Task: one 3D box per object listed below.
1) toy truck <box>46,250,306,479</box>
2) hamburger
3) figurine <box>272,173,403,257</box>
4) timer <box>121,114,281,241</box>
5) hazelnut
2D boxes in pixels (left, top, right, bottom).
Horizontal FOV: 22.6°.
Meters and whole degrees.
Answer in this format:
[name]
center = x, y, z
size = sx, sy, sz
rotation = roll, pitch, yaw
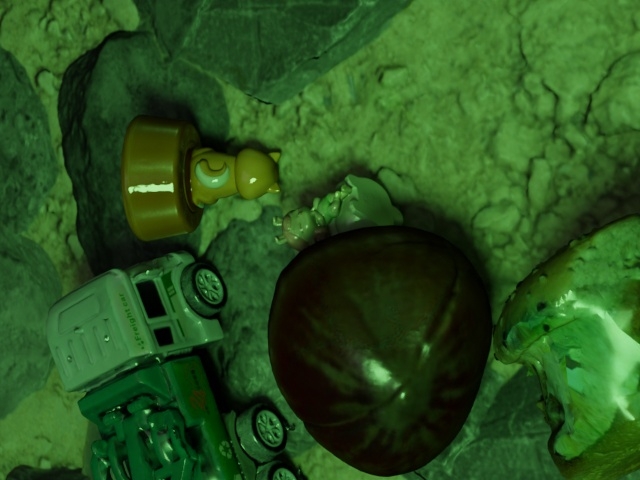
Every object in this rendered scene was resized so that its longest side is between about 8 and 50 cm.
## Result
[toy truck]
center = -0.154, 0.195, 1.657
size = 0.176, 0.178, 0.363
rotation = -28, 75, 33
[hamburger]
center = 0.238, 0.094, 1.315
size = 0.167, 0.192, 0.288
rotation = 68, 154, 20
[figurine]
center = -0.001, -0.008, 1.580
size = 0.098, 0.081, 0.146
rotation = 41, 126, -19
[timer]
center = -0.114, -0.066, 1.644
size = 0.152, 0.132, 0.132
rotation = -1, 97, 11
[hazelnut]
center = 0.061, 0.106, 1.474
size = 0.229, 0.229, 0.229
rotation = 6, 101, 34
